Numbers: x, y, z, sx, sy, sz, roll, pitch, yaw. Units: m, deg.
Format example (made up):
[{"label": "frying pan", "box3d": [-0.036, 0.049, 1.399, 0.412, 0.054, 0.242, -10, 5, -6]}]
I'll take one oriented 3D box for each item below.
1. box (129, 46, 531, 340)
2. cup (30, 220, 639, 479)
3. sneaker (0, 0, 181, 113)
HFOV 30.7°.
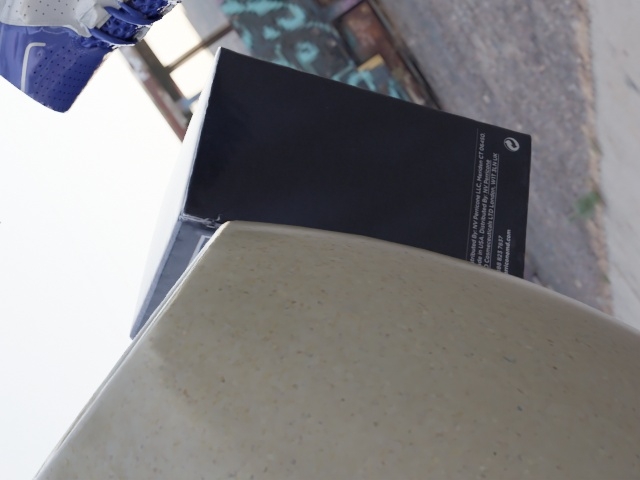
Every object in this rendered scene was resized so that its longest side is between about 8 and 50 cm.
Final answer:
[{"label": "box", "box3d": [0.000, 0.000, 1.085, 0.296, 0.294, 0.182, 125, 156, -60]}, {"label": "cup", "box3d": [-0.001, 0.125, 0.580, 0.237, 0.331, 0.331, 37, -173, -5]}, {"label": "sneaker", "box3d": [-0.106, -0.216, 0.839, 0.182, 0.315, 0.127, 35, -169, 15]}]
